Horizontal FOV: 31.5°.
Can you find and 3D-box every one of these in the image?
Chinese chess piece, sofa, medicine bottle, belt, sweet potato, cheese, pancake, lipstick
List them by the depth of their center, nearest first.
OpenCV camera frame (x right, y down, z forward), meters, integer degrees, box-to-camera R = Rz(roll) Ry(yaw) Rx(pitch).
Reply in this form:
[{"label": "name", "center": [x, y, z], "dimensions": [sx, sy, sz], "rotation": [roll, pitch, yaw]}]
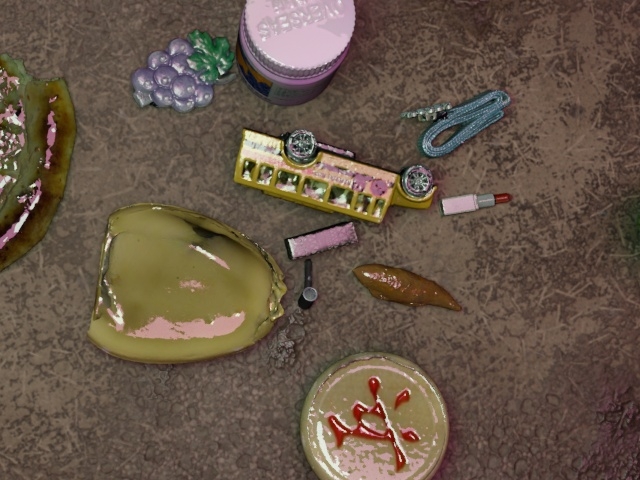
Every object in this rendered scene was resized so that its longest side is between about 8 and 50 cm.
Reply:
[{"label": "medicine bottle", "center": [-0.044, -0.325, 1.814], "dimensions": [0.178, 0.290, 0.178], "rotation": [0, 87, -6]}, {"label": "pancake", "center": [-0.564, -0.108, 1.853], "dimensions": [0.426, 0.067, 0.305], "rotation": [-42, 90, -6]}, {"label": "cheese", "center": [-0.212, 0.076, 1.858], "dimensions": [0.315, 0.128, 0.260], "rotation": [6, 93, 0]}, {"label": "Chinese chess piece", "center": [0.089, 0.309, 1.873], "dimensions": [0.249, 0.103, 0.250], "rotation": [1, 77, -4]}, {"label": "sofa", "center": [0.000, 0.000, 1.914], "dimensions": [0.117, 0.060, 0.039], "rotation": [-15, 94, -8]}, {"label": "sweet potato", "center": [0.146, 0.082, 1.930], "dimensions": [0.205, 0.060, 0.068], "rotation": [16, 122, -7]}, {"label": "belt", "center": [0.238, -0.217, 1.958], "dimensions": [0.179, 0.065, 0.100], "rotation": [-31, 99, -9]}, {"label": "lipstick", "center": [0.272, -0.067, 1.964], "dimensions": [0.129, 0.030, 0.030], "rotation": [-10, 87, -7]}]

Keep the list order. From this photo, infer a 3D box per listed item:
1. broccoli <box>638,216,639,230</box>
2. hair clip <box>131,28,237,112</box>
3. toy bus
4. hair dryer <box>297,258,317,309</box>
[{"label": "broccoli", "center": [0.742, -0.053, 1.889], "dimensions": [0.413, 0.321, 0.310], "rotation": [1, 113, 15]}, {"label": "hair clip", "center": [-0.228, -0.279, 1.919], "dimensions": [0.195, 0.052, 0.124], "rotation": [-35, 100, -16]}, {"label": "toy bus", "center": [0.023, -0.106, 1.895], "dimensions": [0.335, 0.121, 0.123], "rotation": [17, 94, -5]}, {"label": "hair dryer", "center": [-0.023, 0.071, 1.921], "dimensions": [0.026, 0.047, 0.083], "rotation": [5, 67, -14]}]
